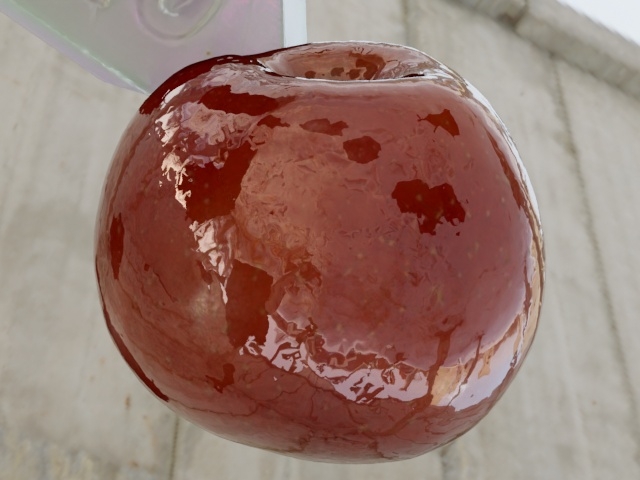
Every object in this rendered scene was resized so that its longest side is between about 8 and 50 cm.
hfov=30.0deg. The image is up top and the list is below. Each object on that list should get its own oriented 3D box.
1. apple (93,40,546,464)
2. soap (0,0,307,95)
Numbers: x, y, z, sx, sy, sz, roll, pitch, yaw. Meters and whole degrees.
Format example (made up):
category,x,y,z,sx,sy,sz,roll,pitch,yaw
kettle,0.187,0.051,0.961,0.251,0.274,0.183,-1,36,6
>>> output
category,x,y,z,sx,sy,sz,roll,pitch,yaw
apple,0.000,0.000,0.690,0.260,0.216,0.260,3,-157,-1
soap,-0.161,-0.245,0.948,0.347,0.208,0.115,35,-172,-5
